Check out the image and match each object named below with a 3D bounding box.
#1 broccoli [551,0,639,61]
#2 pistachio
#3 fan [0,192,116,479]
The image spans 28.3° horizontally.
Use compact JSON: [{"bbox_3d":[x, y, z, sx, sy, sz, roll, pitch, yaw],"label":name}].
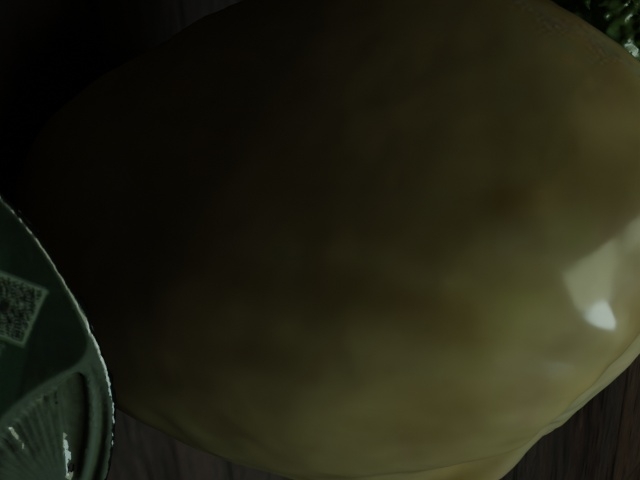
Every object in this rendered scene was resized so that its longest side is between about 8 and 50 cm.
[{"bbox_3d":[0.204,-0.194,0.843,0.302,0.186,0.254,24,70,-32],"label":"broccoli"},{"bbox_3d":[0.000,0.000,0.515,0.193,0.318,0.214,-32,117,-52],"label":"pistachio"},{"bbox_3d":[-0.134,0.053,0.436,0.012,0.294,0.223,-101,-173,-66],"label":"fan"}]
